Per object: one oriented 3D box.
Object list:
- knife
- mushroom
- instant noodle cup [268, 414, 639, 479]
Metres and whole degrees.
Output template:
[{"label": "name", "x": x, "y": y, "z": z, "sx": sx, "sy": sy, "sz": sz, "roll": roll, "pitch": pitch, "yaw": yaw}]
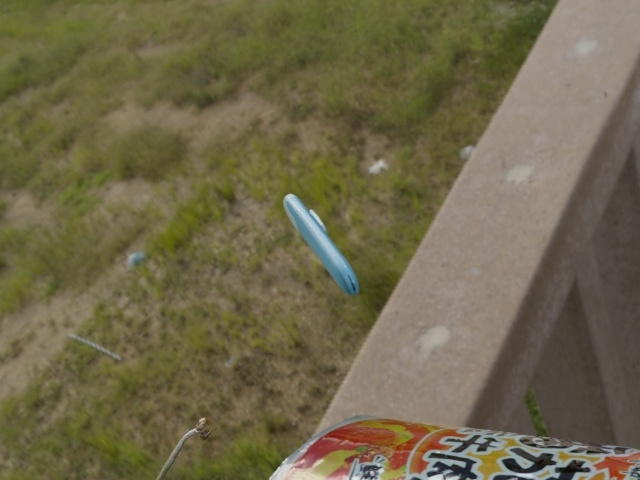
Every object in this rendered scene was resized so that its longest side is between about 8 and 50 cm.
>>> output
[{"label": "knife", "x": 0.000, "y": 0.000, "z": 1.065, "sx": 0.031, "sy": 0.064, "sz": 0.222, "roll": -27, "pitch": 37, "yaw": -8}, {"label": "mushroom", "x": -0.223, "y": 0.350, "z": 1.113, "sx": 0.028, "sy": 0.026, "sz": 0.286, "roll": 35, "pitch": 98, "yaw": 11}, {"label": "instant noodle cup", "x": 0.080, "y": 0.201, "z": 0.393, "sx": 0.200, "sy": 0.264, "sz": 0.264, "roll": 9, "pitch": 50, "yaw": 36}]
